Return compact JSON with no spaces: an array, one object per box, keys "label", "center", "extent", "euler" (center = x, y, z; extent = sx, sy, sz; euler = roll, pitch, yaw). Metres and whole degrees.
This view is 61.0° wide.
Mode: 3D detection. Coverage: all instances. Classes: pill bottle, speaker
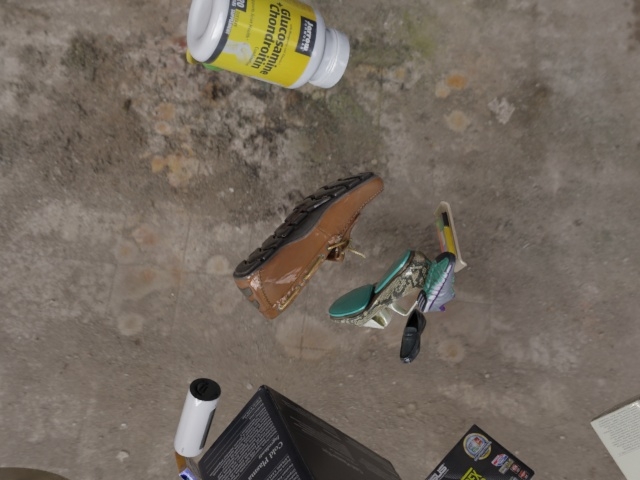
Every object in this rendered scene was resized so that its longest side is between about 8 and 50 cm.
[{"label":"pill bottle","center":[-0.059,-0.245,0.658],"extent":[0.184,0.103,0.103],"euler":[7,69,-34]},{"label":"speaker","center":[-0.210,0.300,0.922],"extent":[0.055,0.055,0.136],"euler":[20,115,1]}]

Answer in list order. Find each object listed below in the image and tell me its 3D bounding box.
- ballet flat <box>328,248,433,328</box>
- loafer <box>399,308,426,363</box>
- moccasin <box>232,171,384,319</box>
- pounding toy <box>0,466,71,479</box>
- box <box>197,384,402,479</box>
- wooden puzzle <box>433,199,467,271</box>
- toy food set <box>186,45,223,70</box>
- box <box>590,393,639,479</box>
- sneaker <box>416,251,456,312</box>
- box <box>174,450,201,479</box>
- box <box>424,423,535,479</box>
[{"label":"ballet flat","center":[0.222,0.205,1.870],"extent":[0.182,0.483,0.164],"euler":[40,42,-9]},{"label":"loafer","center":[0.329,0.348,1.984],"extent":[0.078,0.076,0.223],"euler":[55,43,-27]},{"label":"moccasin","center":[0.002,0.000,1.090],"extent":[0.380,0.139,0.147],"euler":[-48,114,-28]},{"label":"pounding toy","center":[-0.305,0.266,0.415],"extent":[0.237,0.183,0.110],"euler":[3,93,0]},{"label":"box","center":[0.021,0.436,0.822],"extent":[0.343,0.312,0.179],"euler":[40,88,-28]},{"label":"wooden puzzle","center":[0.453,-0.008,1.944],"extent":[0.044,0.221,0.239],"euler":[-15,79,1]},{"label":"toy food set","center":[-0.121,-0.304,0.798],"extent":[0.071,0.218,0.128],"euler":[31,113,-7]},{"label":"box","center":[0.639,0.430,1.004],"extent":[0.094,0.113,0.275],"euler":[0,56,-49]},{"label":"sneaker","center":[0.373,0.126,1.633],"extent":[0.098,0.224,0.083],"euler":[8,37,-17]},{"label":"box","center":[-0.325,0.579,1.358],"extent":[0.028,0.136,0.081],"euler":[-38,106,-16]},{"label":"box","center":[0.457,0.711,1.595],"extent":[0.270,0.060,0.216],"euler":[-36,53,-26]}]
